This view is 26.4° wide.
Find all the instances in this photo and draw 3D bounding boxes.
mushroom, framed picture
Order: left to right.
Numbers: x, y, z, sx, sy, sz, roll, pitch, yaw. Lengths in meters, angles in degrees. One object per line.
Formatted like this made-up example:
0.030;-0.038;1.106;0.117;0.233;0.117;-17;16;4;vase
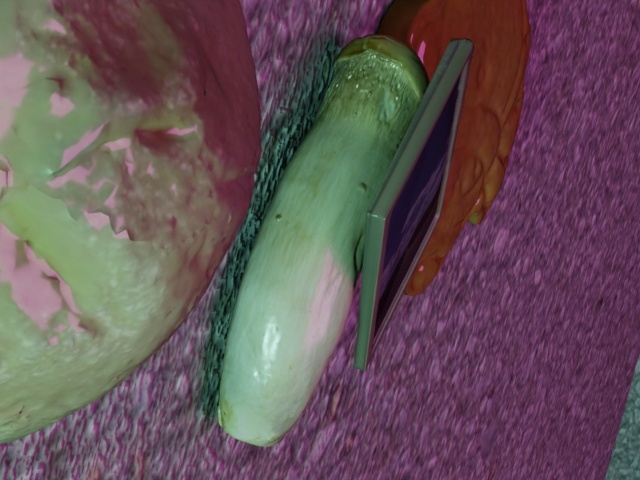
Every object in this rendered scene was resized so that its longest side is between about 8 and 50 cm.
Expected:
0.000;0.000;1.124;0.123;0.095;0.351;61;50;-79;mushroom
0.071;-0.024;1.142;0.260;0.023;0.189;94;21;-58;framed picture

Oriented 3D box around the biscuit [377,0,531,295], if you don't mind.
0.134;-0.124;1.358;0.312;0.057;0.351;-27;129;-55;biscuit

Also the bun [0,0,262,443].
-0.177;-0.043;0.541;0.205;0.281;0.282;15;92;-63;bun
